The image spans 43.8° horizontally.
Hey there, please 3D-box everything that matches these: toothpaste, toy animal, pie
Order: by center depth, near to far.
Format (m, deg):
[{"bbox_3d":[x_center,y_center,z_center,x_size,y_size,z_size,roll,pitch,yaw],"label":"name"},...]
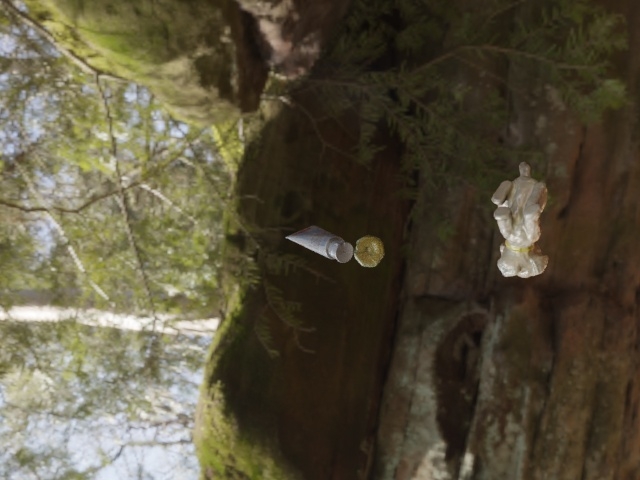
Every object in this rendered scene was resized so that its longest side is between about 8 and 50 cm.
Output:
[{"bbox_3d":[0.393,-0.032,1.529,0.184,0.104,0.185,-64,-38,-46],"label":"toy animal"},{"bbox_3d":[0.000,0.000,1.997,0.089,0.234,0.057,-23,-65,-23],"label":"toothpaste"},{"bbox_3d":[0.127,0.028,2.059,0.020,0.084,0.084,-48,-37,-83],"label":"pie"}]
